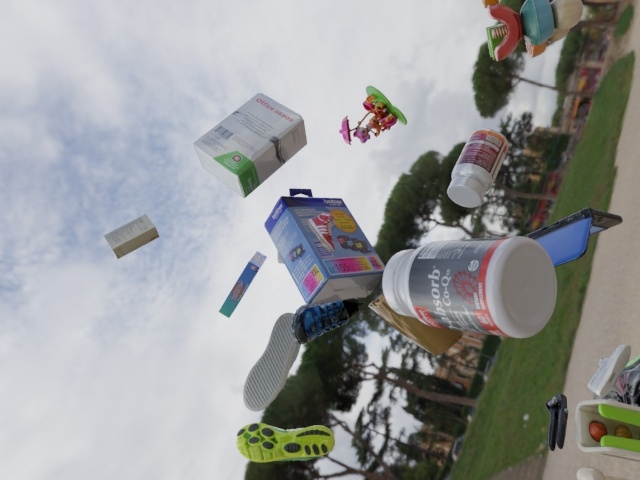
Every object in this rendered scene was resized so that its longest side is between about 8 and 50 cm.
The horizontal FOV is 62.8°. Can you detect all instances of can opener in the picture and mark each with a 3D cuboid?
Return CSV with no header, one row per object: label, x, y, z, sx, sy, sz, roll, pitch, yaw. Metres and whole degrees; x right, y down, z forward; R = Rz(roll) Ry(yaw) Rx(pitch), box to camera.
can opener,0.649,0.492,1.425,0.059,0.073,0.186,-54,-4,36

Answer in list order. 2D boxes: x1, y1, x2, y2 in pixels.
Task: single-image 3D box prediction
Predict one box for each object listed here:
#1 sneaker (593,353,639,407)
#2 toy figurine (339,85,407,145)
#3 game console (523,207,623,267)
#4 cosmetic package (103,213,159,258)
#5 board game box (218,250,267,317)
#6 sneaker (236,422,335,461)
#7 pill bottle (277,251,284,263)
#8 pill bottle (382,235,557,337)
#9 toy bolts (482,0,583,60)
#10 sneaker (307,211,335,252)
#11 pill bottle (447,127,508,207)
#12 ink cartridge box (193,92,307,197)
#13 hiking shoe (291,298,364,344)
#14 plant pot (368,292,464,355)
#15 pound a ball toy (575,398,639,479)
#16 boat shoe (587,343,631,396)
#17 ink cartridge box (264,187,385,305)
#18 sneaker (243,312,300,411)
sneaker,1.015,0.503,1.677,0.202,0.185,0.483,-53,-21,-36
toy figurine,0.136,-0.335,1.518,0.159,0.173,0.130,-43,-31,-2
game console,0.786,0.030,1.686,0.250,0.293,0.173,9,-114,-27
cosmetic package,-0.461,-0.010,1.284,0.115,0.060,0.041,-30,-34,-20
board game box,-0.267,0.150,1.820,0.210,0.047,0.160,-58,3,11
sneaker,-0.102,0.594,1.519,0.123,0.295,0.109,74,-162,-56
pill bottle,-0.001,0.035,2.124,0.188,0.334,0.188,4,-90,-88
pill bottle,0.323,0.102,1.204,0.210,0.363,0.210,2,-94,-32
toy bolts,0.403,-0.453,1.011,0.228,0.158,0.218,-67,-38,-61
sneaker,0.021,-0.026,1.335,0.067,0.118,0.042,-30,-34,-8
pill bottle,0.462,-0.213,1.547,0.221,0.121,0.121,-59,-28,-22
ink cartridge box,-0.212,-0.302,1.640,0.289,0.211,0.121,-43,-27,-20
hiking shoe,0.019,0.239,1.684,0.304,0.132,0.113,-28,-78,-58
plant pot,0.321,0.224,1.641,0.237,0.254,0.237,-40,-7,-6
pound a ball toy,0.776,0.533,1.333,0.136,0.319,0.208,125,156,-64
boat shoe,0.902,0.398,1.644,0.066,0.063,0.184,17,-80,-30
ink cartridge box,0.000,0.000,1.701,0.270,0.395,0.151,-3,-41,-41
sneaker,-0.149,0.449,1.900,0.366,0.135,0.150,-62,-23,-15
